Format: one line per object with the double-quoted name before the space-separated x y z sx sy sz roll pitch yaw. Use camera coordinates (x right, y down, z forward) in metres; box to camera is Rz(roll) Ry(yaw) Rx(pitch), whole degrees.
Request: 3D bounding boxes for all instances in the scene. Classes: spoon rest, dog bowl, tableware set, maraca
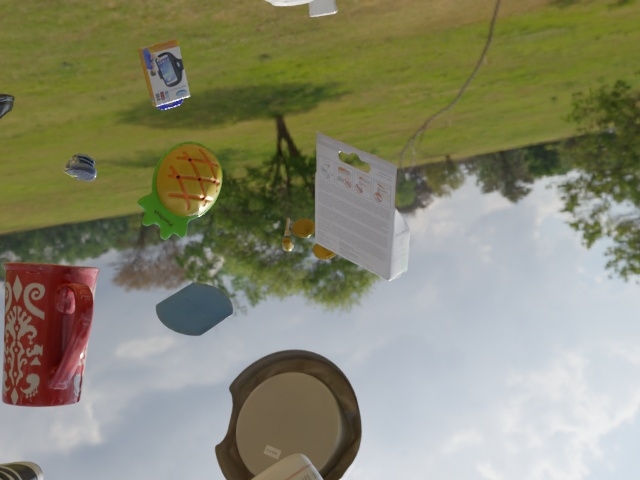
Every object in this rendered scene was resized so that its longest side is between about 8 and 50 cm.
"spoon rest" -0.034 -0.442 1.206 0.137 0.084 0.276 -4 -171 15
"dog bowl" -0.063 0.428 1.585 0.348 0.349 0.102 -8 152 18
"tableware set" 0.000 0.000 1.396 0.154 0.024 0.104 0 -127 8
"maraca" -0.247 -0.090 1.255 0.099 0.127 0.186 -2 -127 57

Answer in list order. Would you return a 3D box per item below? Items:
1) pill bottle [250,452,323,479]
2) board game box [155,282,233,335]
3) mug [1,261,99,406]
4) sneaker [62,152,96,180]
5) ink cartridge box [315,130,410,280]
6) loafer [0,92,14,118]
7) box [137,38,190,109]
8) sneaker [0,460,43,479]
"pill bottle" -0.001 0.354 0.633 0.161 0.283 0.161 -34 164 -11
"board game box" -0.278 0.162 1.560 0.133 0.033 0.168 31 -138 24
"mug" -0.335 0.113 0.855 0.113 0.169 0.150 5 175 -16
"sneaker" -0.543 -0.171 1.601 0.053 0.059 0.144 38 165 -36
"ink cartridge box" 0.069 -0.063 1.194 0.181 0.225 0.056 28 -140 36
"loafer" -0.451 -0.156 0.906 0.062 0.061 0.170 5 -159 9
"box" -0.322 -0.341 1.464 0.081 0.136 0.028 -25 -151 -27
"sneaker" -0.727 0.511 1.419 0.282 0.099 0.153 -12 172 1
